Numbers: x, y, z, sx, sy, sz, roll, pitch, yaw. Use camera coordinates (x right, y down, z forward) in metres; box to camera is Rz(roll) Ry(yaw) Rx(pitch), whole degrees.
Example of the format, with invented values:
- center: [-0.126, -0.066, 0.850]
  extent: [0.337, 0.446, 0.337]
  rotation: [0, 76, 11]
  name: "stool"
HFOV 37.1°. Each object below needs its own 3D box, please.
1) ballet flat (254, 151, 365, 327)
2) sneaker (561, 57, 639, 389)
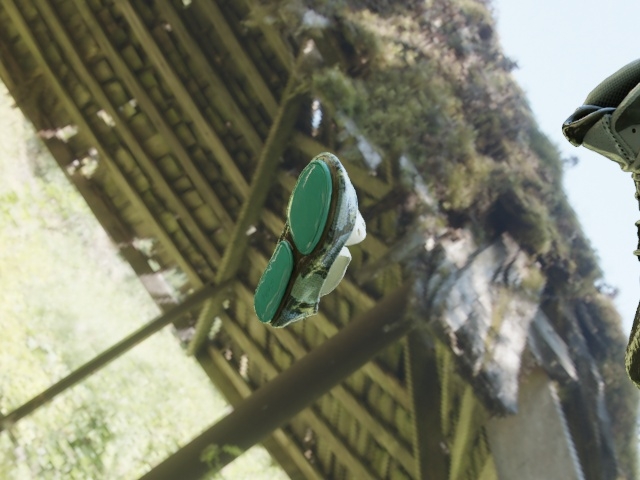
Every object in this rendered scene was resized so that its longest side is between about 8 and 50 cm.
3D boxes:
- center: [0.000, 0.000, 0.758]
  extent: [0.070, 0.070, 0.188]
  rotation: [50, -40, 19]
  name: "ballet flat"
- center: [0.196, -0.024, 0.577]
  extent: [0.132, 0.229, 0.086]
  rotation: [16, 9, -11]
  name: "sneaker"
